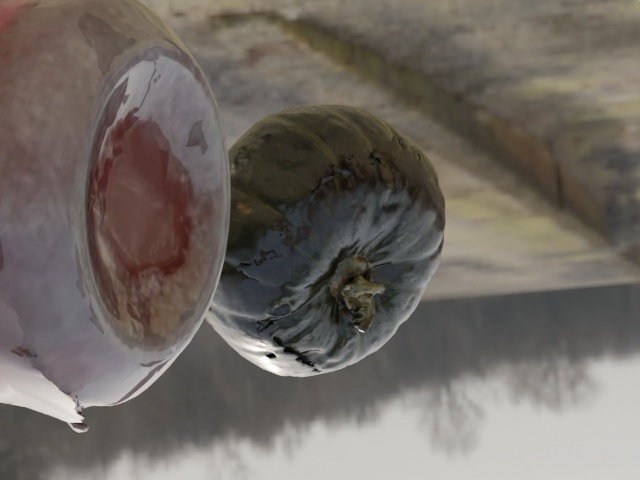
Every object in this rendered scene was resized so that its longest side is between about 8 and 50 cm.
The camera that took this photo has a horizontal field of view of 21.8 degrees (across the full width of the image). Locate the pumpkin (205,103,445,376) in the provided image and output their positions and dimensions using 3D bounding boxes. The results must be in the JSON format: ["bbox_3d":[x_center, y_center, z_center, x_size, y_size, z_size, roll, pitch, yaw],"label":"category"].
[{"bbox_3d":[0.002,0.002,1.361,0.238,0.238,0.159,-2,-146,-48],"label":"pumpkin"}]

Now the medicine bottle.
[{"bbox_3d":[-0.165,-0.017,0.590,0.247,0.147,0.147,3,-179,23],"label":"medicine bottle"}]
